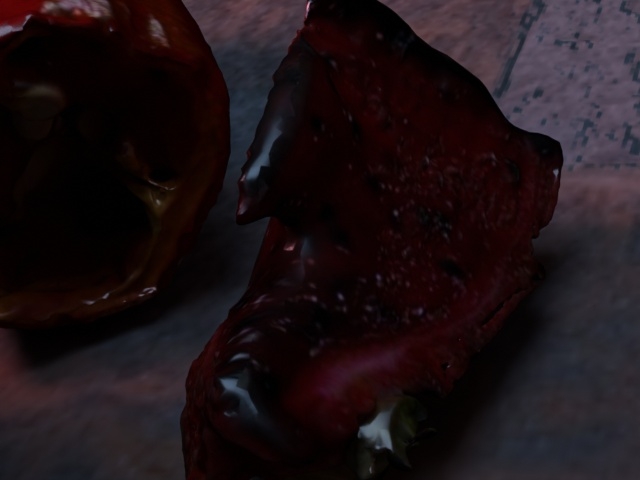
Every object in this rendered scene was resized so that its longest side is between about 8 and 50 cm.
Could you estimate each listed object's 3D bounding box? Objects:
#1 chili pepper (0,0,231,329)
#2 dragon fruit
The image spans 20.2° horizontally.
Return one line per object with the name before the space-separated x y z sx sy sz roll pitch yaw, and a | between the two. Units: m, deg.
chili pepper | -0.143 -0.093 0.743 0.131 0.134 0.338 -9 31 -23
dragon fruit | 0.019 0.006 0.549 0.092 0.122 0.192 13 34 11
